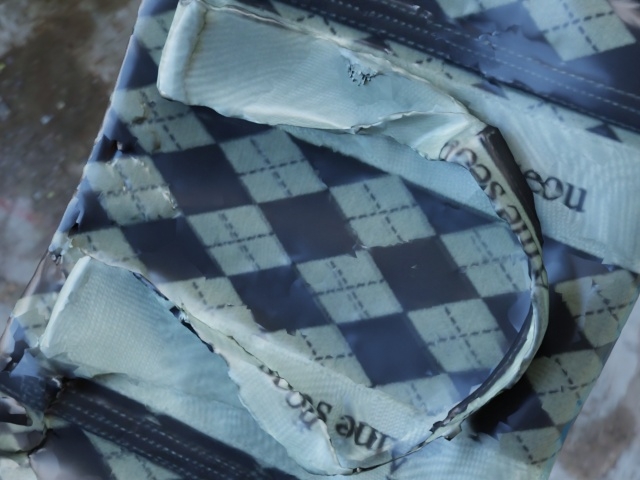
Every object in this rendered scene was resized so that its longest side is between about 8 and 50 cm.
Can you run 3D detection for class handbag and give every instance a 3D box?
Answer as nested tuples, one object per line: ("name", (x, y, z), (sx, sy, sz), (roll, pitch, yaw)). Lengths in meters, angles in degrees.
("handbag", (0.000, 0.000, 0.875), (0.316, 0.180, 0.416), (24, 96, 3))
